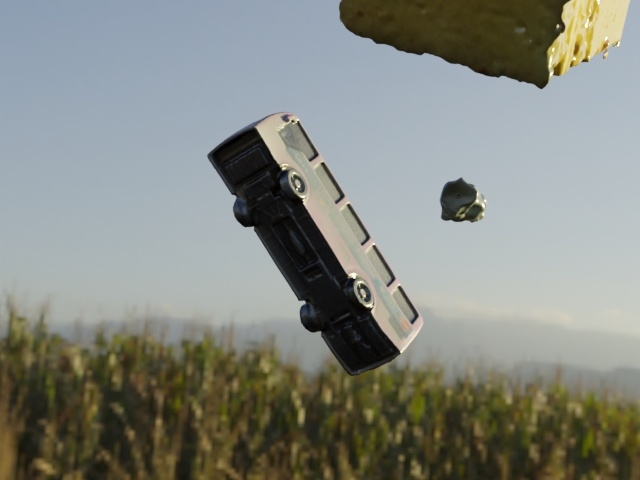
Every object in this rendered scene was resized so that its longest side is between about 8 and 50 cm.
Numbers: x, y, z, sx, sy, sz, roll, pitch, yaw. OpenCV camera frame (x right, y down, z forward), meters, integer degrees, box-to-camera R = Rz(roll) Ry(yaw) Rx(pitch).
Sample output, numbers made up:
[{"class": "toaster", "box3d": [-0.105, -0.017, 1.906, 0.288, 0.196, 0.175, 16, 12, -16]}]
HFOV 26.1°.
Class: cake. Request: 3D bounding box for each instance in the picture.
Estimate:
[{"class": "cake", "box3d": [0.185, -0.290, 1.262, 0.227, 0.222, 0.286, 22, 28, 23]}]

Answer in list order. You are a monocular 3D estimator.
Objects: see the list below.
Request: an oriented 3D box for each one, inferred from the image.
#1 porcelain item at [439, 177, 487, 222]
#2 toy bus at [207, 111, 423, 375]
[{"class": "porcelain item", "box3d": [0.107, -0.029, 1.045, 0.036, 0.028, 0.083, -5, -6, 8]}, {"class": "toy bus", "box3d": [0.000, 0.000, 0.662, 0.037, 0.131, 0.052, -28, 7, 34]}]
